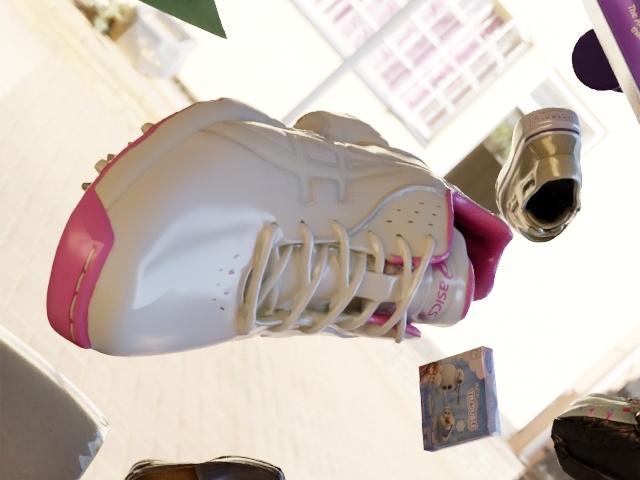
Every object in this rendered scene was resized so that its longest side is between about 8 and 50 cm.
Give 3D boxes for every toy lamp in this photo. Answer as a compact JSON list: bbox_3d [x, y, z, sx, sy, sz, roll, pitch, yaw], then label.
[{"bbox_3d":[0.349,-0.211,1.283,0.080,0.080,0.275,48,22,10],"label":"toy lamp"}]

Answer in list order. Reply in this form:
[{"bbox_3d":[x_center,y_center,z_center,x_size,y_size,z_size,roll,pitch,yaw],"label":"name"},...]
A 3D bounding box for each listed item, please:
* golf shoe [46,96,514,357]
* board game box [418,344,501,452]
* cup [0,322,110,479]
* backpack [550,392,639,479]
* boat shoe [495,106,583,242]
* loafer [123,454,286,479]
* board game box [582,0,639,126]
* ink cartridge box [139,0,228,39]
[{"bbox_3d":[0.000,0.000,0.533,0.140,0.115,0.306,26,21,22],"label":"golf shoe"},{"bbox_3d":[0.138,0.160,1.096,0.020,0.090,0.090,19,59,-39],"label":"board game box"},{"bbox_3d":[-0.326,0.119,0.633,0.237,0.331,0.331,55,2,-10],"label":"cup"},{"bbox_3d":[0.435,0.298,1.602,0.182,0.115,0.152,7,-71,41],"label":"backpack"},{"bbox_3d":[0.273,-0.055,1.351,0.302,0.109,0.094,67,23,-65],"label":"boat shoe"},{"bbox_3d":[-0.121,0.257,1.133,0.061,0.170,0.062,82,5,-85],"label":"loafer"},{"bbox_3d":[0.312,-0.093,0.892,0.347,0.078,0.233,69,15,11],"label":"board game box"},{"bbox_3d":[-0.185,-0.289,0.986,0.235,0.056,0.171,15,41,-35],"label":"ink cartridge box"}]
